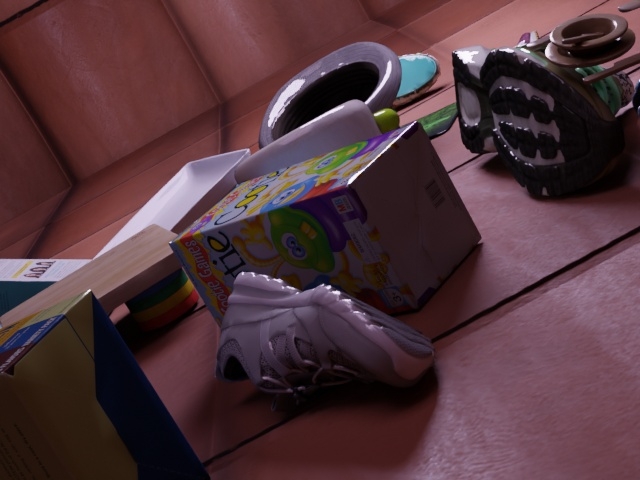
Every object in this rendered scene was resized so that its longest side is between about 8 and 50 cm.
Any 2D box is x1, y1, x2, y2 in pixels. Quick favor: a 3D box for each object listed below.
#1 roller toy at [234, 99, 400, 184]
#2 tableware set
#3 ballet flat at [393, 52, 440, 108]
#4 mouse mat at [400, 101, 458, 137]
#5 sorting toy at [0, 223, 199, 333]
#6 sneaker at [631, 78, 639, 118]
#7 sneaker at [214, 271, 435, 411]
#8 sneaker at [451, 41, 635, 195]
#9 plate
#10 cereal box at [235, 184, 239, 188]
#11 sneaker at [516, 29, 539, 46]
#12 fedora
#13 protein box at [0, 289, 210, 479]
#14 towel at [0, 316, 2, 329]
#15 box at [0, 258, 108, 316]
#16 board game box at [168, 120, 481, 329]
[{"bbox_3d":[0.002,-0.071,1.500,0.209,0.146,0.191,-26,4,36],"label":"roller toy"},{"bbox_3d":[0.309,-0.222,1.180,0.194,0.039,0.128,-23,30,-8],"label":"tableware set"},{"bbox_3d":[0.100,-0.254,2.093,0.241,0.091,0.077,-21,-17,14],"label":"ballet flat"},{"bbox_3d":[0.127,-0.158,1.842,0.190,0.007,0.152,-23,16,27],"label":"mouse mat"},{"bbox_3d":[-0.288,0.091,1.619,0.257,0.089,0.255,-32,15,-12],"label":"sorting toy"},{"bbox_3d":[0.374,-0.176,1.230,0.125,0.104,0.262,-24,15,29],"label":"sneaker"},{"bbox_3d":[-0.002,0.105,1.069,0.281,0.105,0.115,6,71,60],"label":"sneaker"},{"bbox_3d":[0.273,-0.165,1.344,0.182,0.158,0.410,-15,18,-5],"label":"sneaker"},{"bbox_3d":[-0.247,-0.034,1.977,0.277,0.045,0.278,-47,18,-21],"label":"plate"},{"bbox_3d":[-0.016,-0.135,1.949,0.240,0.047,0.173,-37,13,-23],"label":"cereal box"},{"bbox_3d":[0.281,-0.248,1.722,0.084,0.069,0.185,-20,15,14],"label":"sneaker"},{"bbox_3d":[0.036,-0.165,1.778,0.244,0.124,0.275,-32,27,7],"label":"fedora"},{"bbox_3d":[-0.240,0.181,0.989,0.201,0.199,0.136,-22,15,28],"label":"protein box"},{"bbox_3d":[-0.603,0.191,1.892,0.321,0.090,0.374,-28,14,1],"label":"towel"},{"bbox_3d":[-0.427,0.071,1.809,0.244,0.060,0.100,0,18,8],"label":"box"},{"bbox_3d":[0.000,0.000,1.263,0.275,0.144,0.142,-16,20,44],"label":"board game box"}]
